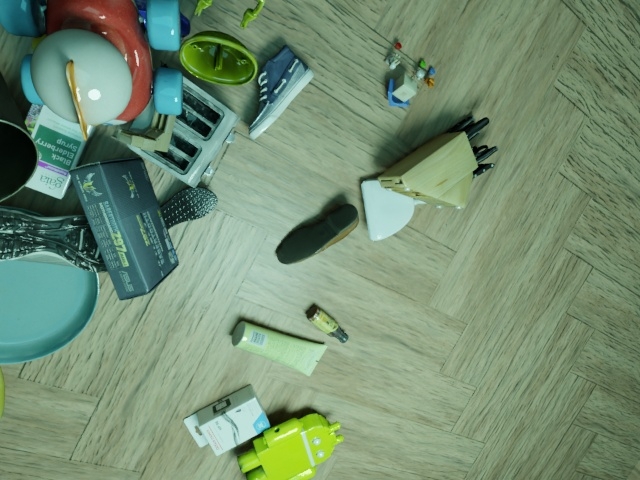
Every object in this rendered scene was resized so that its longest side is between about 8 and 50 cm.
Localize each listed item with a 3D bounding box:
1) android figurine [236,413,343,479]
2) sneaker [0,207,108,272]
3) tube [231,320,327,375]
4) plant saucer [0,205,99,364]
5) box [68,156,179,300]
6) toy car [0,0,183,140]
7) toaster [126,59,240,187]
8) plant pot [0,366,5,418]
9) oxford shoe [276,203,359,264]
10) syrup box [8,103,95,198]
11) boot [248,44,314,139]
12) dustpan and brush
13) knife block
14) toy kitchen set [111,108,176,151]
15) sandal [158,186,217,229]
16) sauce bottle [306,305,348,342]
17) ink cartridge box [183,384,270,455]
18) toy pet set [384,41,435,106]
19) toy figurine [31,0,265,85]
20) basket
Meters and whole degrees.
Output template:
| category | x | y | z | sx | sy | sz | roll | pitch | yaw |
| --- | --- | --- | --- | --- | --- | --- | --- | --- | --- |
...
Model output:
| category | x | y | z | sx | sy | sz | roll | pitch | yaw |
| --- | --- | --- | --- | --- | --- | --- | --- | --- | --- |
| android figurine | -0.070 | 0.546 | 1.148 | 0.273 | 0.056 | 0.248 | -18 | 125 | -13 |
| sneaker | -0.477 | -0.002 | 0.795 | 0.272 | 0.108 | 0.100 | 12 | 83 | -38 |
| tube | -0.098 | 0.261 | 1.075 | 0.240 | 0.062 | 0.070 | 27 | 137 | -29 |
| plant saucer | -0.596 | 0.085 | 0.846 | 0.318 | 0.044 | 0.317 | -6 | 108 | -18 |
| box | -0.343 | -0.030 | 0.805 | 0.059 | 0.183 | 0.232 | -15 | 102 | 3 |
| toy car | -0.305 | -0.210 | 0.590 | 0.219 | 0.237 | 0.210 | 1 | 139 | -14 |
| toaster | -0.263 | -0.215 | 0.837 | 0.186 | 0.110 | 0.168 | 33 | 92 | -25 |
| plant pot | -0.667 | 0.281 | 0.843 | 0.134 | 0.134 | 0.095 | 18 | 77 | -24 |
| oxford shoe | 0.000 | 0.000 | 1.024 | 0.212 | 0.076 | 0.076 | -29 | 154 | 1 |
| syrup box | -0.449 | -0.202 | 0.773 | 0.093 | 0.096 | 0.236 | 24 | 100 | -26 |
| boot | -0.103 | -0.300 | 0.900 | 0.086 | 0.069 | 0.190 | 42 | 81 | -18 |
| dustpan and brush | 0.201 | -0.088 | 1.079 | 0.211 | 0.060 | 0.147 | -11 | 97 | -10 |
| knife block | 0.285 | -0.204 | 1.029 | 0.276 | 0.088 | 0.242 | 14 | 88 | -29 |
| toy kitchen set | -0.300 | -0.194 | 0.735 | 0.068 | 0.083 | 0.075 | 21 | 101 | 18 |
| sandal | -0.297 | -0.061 | 0.916 | 0.179 | 0.040 | 0.067 | -26 | 108 | 5 |
| sauce bottle | 0.021 | 0.213 | 1.108 | 0.128 | 0.042 | 0.042 | 41 | 90 | -27 |
| ink cartridge box | -0.227 | 0.445 | 1.077 | 0.180 | 0.060 | 0.104 | -25 | 114 | -11 |
| toy pet set | 0.190 | -0.357 | 0.998 | 0.122 | 0.065 | 0.114 | 24 | 62 | -27 |
| toy figurine | -0.279 | -0.404 | 0.721 | 0.363 | 0.217 | 0.191 | 5 | 138 | -19 |
| basket | -0.543 | -0.194 | 0.667 | 0.204 | 0.226 | 0.154 | -37 | 158 | 23 |
